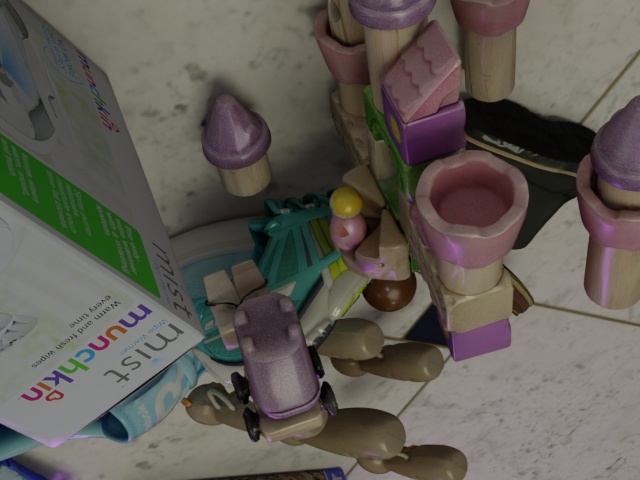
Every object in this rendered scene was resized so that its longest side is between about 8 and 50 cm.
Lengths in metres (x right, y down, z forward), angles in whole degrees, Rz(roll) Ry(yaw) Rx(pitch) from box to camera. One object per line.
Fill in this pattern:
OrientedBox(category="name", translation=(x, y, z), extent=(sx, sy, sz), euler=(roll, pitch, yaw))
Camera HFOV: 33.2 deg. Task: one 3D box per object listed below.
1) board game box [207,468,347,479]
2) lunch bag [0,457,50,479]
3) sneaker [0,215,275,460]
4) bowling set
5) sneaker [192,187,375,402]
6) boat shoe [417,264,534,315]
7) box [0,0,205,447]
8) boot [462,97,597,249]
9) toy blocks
OrientedBox(category="board game box", translation=(-0.082, 0.393, 1.170), extent=(0.291, 0.232, 0.141), euler=(2, 132, -31))
OrientedBox(category="lunch bag", translation=(-0.322, 0.282, 1.037), extent=(0.151, 0.096, 0.129), euler=(-46, 136, 0))
OrientedBox(category="sneaker", translation=(-0.137, 0.099, 0.893), extent=(0.366, 0.150, 0.135), euler=(-19, 140, -10))
OrientedBox(category="bowling set", translation=(0.026, 0.120, 1.042), extent=(0.154, 0.200, 0.287), euler=(-3, 155, 43))
OrientedBox(category="sneaker", translation=(0.000, 0.000, 0.856), extent=(0.275, 0.110, 0.107), euler=(-48, 176, -25))
OrientedBox(category="boat shoe", translation=(0.140, 0.032, 1.033), extent=(0.178, 0.064, 0.060), euler=(34, 97, -40))
OrientedBox(category="box", translation=(-0.211, -0.045, 0.616), extent=(0.127, 0.262, 0.231), euler=(-37, 138, 11))
OrientedBox(category="boot", translation=(0.165, -0.047, 0.968), extent=(0.198, 0.077, 0.137), euler=(13, 131, -36))
OrientedBox(category="toy blocks", translation=(0.044, -0.082, 0.702), extent=(0.309, 0.289, 0.260), euler=(-19, 144, -5))
